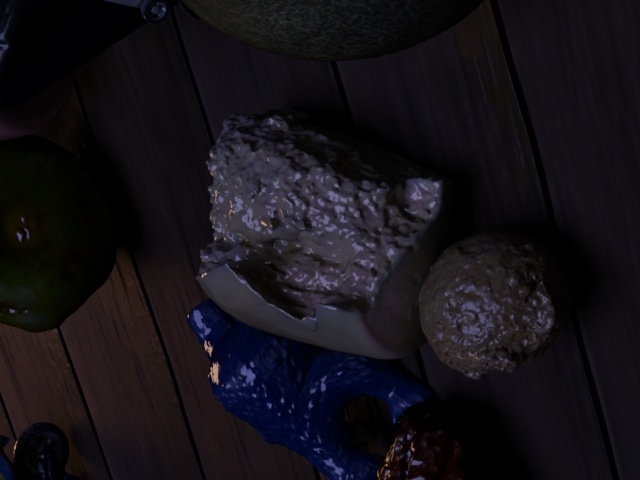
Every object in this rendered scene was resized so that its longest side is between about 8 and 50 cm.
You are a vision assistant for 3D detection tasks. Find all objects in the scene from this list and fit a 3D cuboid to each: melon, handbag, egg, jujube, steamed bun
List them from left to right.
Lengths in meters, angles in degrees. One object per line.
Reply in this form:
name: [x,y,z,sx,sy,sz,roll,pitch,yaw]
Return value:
handbag: [-0.295,-0.277,1.492,0.302,0.275,0.178,32,144,32]
steamed bun: [0.000,0.000,1.419,0.225,0.170,0.200,13,117,43]
melon: [0.004,-0.250,1.195,0.329,0.248,0.248,4,116,54]
jujube: [0.108,0.260,1.471,0.168,0.168,0.236,4,99,48]
egg: [0.138,0.050,1.335,0.140,0.116,0.118,-39,59,56]

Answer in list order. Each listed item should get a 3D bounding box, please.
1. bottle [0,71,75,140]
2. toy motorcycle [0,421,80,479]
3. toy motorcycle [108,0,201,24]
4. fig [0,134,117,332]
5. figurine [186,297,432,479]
bottle: [-0.414,-0.160,1.726,0.297,0.206,0.173,-6,146,37]
toy motorcycle: [-0.339,0.343,2.051,0.092,0.135,0.254,7,118,47]
toy motorcycle: [-0.131,-0.259,1.383,0.102,0.221,0.150,49,123,47]
fig: [-0.329,-0.004,1.812,0.206,0.206,0.275,66,165,-6]
figurine: [-0.025,0.144,1.576,0.262,0.121,0.164,43,135,20]
